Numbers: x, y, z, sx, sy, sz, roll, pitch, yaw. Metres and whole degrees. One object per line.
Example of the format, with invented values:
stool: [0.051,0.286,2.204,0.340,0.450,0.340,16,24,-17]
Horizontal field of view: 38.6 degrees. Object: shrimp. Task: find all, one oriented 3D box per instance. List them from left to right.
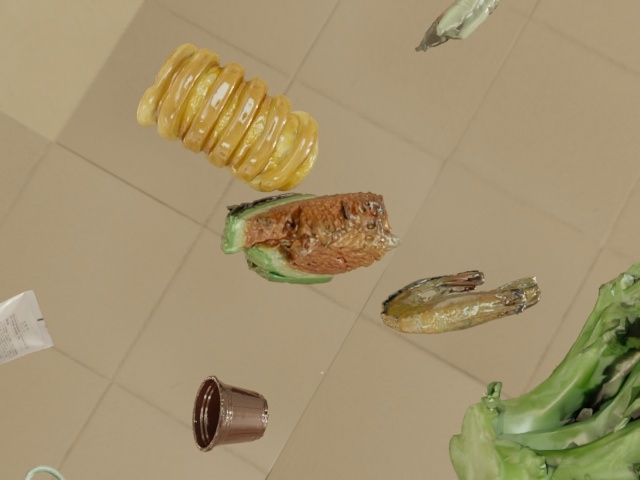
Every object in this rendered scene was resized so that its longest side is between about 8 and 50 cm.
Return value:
shrimp: [0.218,0.093,1.465,0.253,0.173,0.058,-14,112,-3]

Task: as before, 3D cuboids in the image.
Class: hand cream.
hand cream: [-0.350,0.105,0.927,0.142,0.084,0.053,-24,45,-21]

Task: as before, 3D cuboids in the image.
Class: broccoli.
broccoli: [0.225,0.146,0.650,0.245,0.294,0.265,-10,96,-5]

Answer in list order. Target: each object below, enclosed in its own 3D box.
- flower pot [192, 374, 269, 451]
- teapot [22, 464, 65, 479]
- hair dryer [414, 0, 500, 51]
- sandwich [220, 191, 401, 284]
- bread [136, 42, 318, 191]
flower pot: [-0.128,0.259,1.349,0.089,0.111,0.111,11,81,-28]
teapot: [-0.466,0.467,1.424,0.159,0.159,0.232,26,74,4]
hair dryer: [0.119,-0.237,0.389,0.267,0.092,0.229,-24,87,2]
sandwich: [0.000,0.000,1.637,0.301,0.250,0.162,3,105,28]
bread: [-0.144,-0.205,1.559,0.311,0.121,0.173,29,82,-8]
